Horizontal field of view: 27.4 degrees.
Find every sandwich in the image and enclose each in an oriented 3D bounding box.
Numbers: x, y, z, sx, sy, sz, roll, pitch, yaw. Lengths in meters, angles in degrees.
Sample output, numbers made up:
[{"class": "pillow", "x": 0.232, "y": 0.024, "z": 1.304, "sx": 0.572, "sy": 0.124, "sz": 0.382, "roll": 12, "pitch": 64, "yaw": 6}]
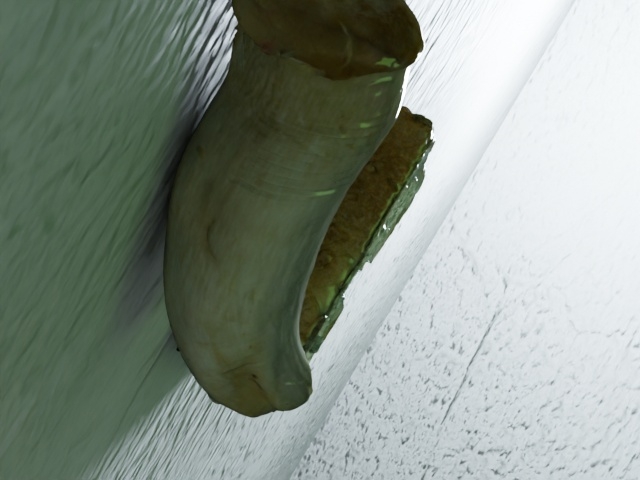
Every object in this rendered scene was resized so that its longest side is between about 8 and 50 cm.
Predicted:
[{"class": "sandwich", "x": -0.007, "y": 0.016, "z": 1.142, "sx": 0.273, "sy": 0.095, "sz": 0.249, "roll": -58, "pitch": 175, "yaw": -4}]

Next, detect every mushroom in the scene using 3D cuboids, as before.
[{"class": "mushroom", "x": -0.031, "y": -0.019, "z": 0.795, "sx": 0.095, "sy": 0.123, "sz": 0.351, "roll": -69, "pitch": 176, "yaw": -45}]
